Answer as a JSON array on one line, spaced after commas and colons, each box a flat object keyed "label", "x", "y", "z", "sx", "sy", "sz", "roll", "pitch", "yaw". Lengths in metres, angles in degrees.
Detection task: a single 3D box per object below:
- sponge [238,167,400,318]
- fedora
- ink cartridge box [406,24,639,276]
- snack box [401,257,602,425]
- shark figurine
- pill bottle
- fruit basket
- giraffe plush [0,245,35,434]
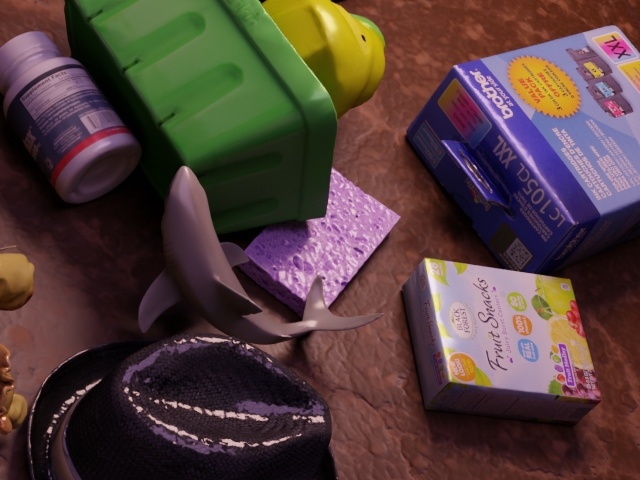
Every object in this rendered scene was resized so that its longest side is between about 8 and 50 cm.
[{"label": "sponge", "x": 0.000, "y": 0.000, "z": 1.798, "sx": 0.117, "sy": 0.031, "sz": 0.210, "roll": 38, "pitch": 45, "yaw": 3}, {"label": "fedora", "x": -0.111, "y": 0.192, "z": 1.491, "sx": 0.334, "sy": 0.152, "sz": 0.334, "roll": 15, "pitch": 48, "yaw": -18}, {"label": "ink cartridge box", "x": 0.302, "y": -0.111, "z": 1.985, "sx": 0.395, "sy": 0.151, "sz": 0.270, "roll": -20, "pitch": 66, "yaw": -38}, {"label": "snack box", "x": 0.212, "y": 0.120, "z": 1.794, "sx": 0.207, "sy": 0.070, "sz": 0.175, "roll": 7, "pitch": 52, "yaw": -23}, {"label": "shark figurine", "x": -0.071, "y": 0.065, "z": 1.601, "sx": 0.278, "sy": 0.116, "sz": 0.166, "roll": 37, "pitch": 73, "yaw": -33}, {"label": "pill bottle", "x": -0.289, "y": -0.140, "z": 1.694, "sx": 0.108, "sy": 0.108, "sz": 0.180, "roll": -21, "pitch": 66, "yaw": -40}, {"label": "fruit basket", "x": -0.069, "y": -0.211, "z": 1.767, "sx": 0.392, "sy": 0.283, "sz": 0.392, "roll": 2, "pitch": 60, "yaw": -3}, {"label": "giraffe plush", "x": -0.342, "y": 0.103, "z": 1.442, "sx": 0.181, "sy": 0.210, "sz": 0.171, "roll": -6, "pitch": 86, "yaw": -37}]
